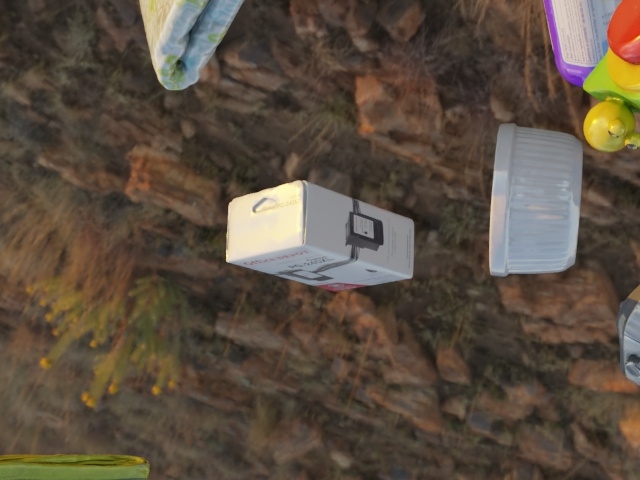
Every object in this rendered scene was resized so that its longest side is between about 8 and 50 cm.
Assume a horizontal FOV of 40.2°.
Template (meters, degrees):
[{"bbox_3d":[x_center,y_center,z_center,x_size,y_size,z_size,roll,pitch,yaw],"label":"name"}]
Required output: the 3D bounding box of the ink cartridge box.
[{"bbox_3d":[0.000,0.000,0.832,0.150,0.063,0.109,17,159,-42],"label":"ink cartridge box"}]

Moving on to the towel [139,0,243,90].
[{"bbox_3d":[-0.137,-0.424,1.085,0.090,0.320,0.374,13,134,-29],"label":"towel"}]

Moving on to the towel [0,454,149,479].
[{"bbox_3d":[-0.154,0.232,0.471,0.102,0.237,0.021,5,-176,-23],"label":"towel"}]

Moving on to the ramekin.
[{"bbox_3d":[0.289,-0.051,1.169,0.109,0.207,0.207,4,143,14],"label":"ramekin"}]

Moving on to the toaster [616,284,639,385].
[{"bbox_3d":[0.392,0.072,0.797,0.146,0.227,0.129,38,156,43],"label":"toaster"}]

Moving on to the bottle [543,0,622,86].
[{"bbox_3d":[0.262,-0.289,0.838,0.092,0.118,0.283,28,148,49],"label":"bottle"}]

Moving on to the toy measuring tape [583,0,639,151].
[{"bbox_3d":[0.319,-0.197,0.659,0.121,0.121,0.330,31,110,-14],"label":"toy measuring tape"}]
